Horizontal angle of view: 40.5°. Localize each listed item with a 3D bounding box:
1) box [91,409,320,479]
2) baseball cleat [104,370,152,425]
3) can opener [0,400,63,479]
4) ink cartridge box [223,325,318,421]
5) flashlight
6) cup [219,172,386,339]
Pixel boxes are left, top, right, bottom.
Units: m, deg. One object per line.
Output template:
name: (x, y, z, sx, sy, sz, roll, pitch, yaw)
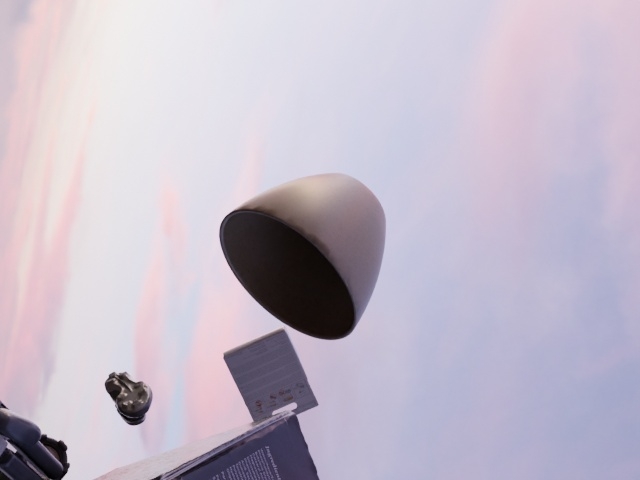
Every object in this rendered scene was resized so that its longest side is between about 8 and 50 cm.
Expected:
box: (-0.296, 0.560, 1.603, 0.479, 0.471, 0.298, -23, -95, 23)
baseball cleat: (-0.356, 0.317, 1.673, 0.206, 0.072, 0.109, 23, -42, 63)
can opener: (-0.460, 0.333, 1.346, 0.076, 0.095, 0.283, -60, 156, -28)
ink cartridge box: (-0.135, 0.374, 2.358, 0.066, 0.189, 0.232, -103, 169, -77)
flashlight: (-0.583, 0.475, 1.715, 0.304, 0.103, 0.103, -46, -153, 47)
cup: (0.000, 0.000, 1.733, 0.237, 0.331, 0.331, -47, -177, -31)
